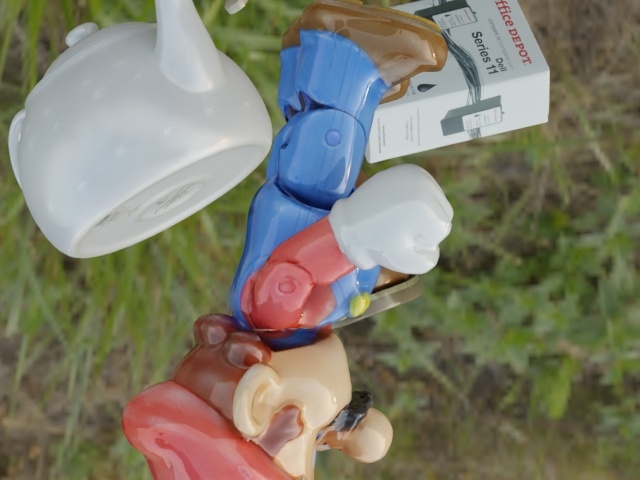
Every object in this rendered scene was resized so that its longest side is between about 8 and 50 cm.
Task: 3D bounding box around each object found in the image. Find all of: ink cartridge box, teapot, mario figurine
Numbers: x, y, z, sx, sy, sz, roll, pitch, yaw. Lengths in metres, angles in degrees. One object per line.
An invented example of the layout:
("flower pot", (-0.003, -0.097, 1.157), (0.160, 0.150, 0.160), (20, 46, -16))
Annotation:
("ink cartridge box", (0.131, -0.185, 2.018), (0.208, 0.153, 0.087), (-14, 142, -7))
("teapot", (-0.183, -0.112, 1.701), (0.256, 0.187, 0.252), (-31, 171, 0))
("mario figurine", (0.010, 0.036, 1.054), (0.170, 0.320, 0.198), (13, 174, 26))

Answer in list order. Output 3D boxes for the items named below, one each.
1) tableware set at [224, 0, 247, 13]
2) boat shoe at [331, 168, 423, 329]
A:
("tableware set", (0.000, -0.198, 0.923), (0.128, 0.194, 0.039), (-30, 116, 21))
("boat shoe", (0.000, 0.000, 1.351), (0.111, 0.307, 0.104), (-17, 96, -5))
